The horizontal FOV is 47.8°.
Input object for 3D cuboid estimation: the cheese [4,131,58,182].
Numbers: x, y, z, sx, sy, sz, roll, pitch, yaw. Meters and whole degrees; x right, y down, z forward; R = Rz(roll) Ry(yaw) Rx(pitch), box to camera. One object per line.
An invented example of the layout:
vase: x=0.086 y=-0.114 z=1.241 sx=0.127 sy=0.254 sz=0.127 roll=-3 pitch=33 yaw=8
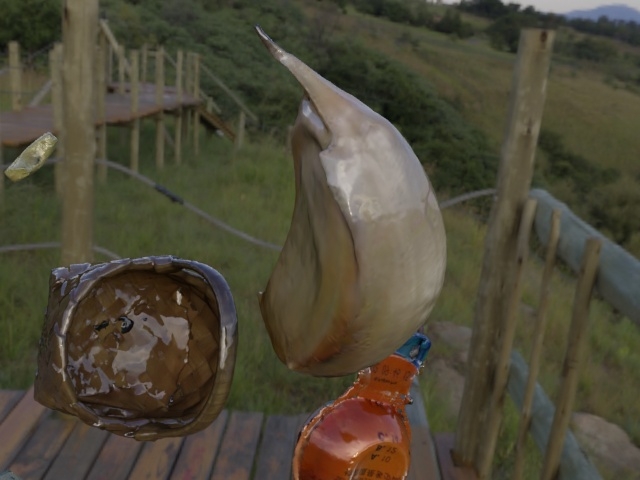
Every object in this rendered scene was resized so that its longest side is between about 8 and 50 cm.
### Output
cheese: x=-0.377 y=-0.109 z=0.948 sx=0.044 sy=0.030 sz=0.083 roll=-25 pitch=27 yaw=49

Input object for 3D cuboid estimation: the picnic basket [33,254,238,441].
picnic basket: x=-0.242 y=0.168 z=1.127 sx=0.337 sy=0.293 sz=0.337 roll=4 pitch=-7 yaw=1

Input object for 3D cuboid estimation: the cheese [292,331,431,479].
cheese: x=0.069 y=0.284 z=1.104 sx=0.217 sy=0.329 sz=0.129 roll=18 pitch=5 yaw=-30

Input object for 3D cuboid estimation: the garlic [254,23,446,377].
garlic: x=0.013 y=-0.003 z=0.652 sx=0.196 sy=0.338 sz=0.151 roll=23 pitch=46 yaw=20

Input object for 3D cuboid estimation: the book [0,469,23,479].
book: x=-0.732 y=0.643 z=1.737 sx=0.215 sy=0.025 sz=0.282 roll=34 pitch=-6 yaw=2

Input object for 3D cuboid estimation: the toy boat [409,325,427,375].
toy boat: x=0.138 y=0.107 z=1.328 sx=0.089 sy=0.121 sz=0.321 roll=-2 pitch=48 yaw=-7
